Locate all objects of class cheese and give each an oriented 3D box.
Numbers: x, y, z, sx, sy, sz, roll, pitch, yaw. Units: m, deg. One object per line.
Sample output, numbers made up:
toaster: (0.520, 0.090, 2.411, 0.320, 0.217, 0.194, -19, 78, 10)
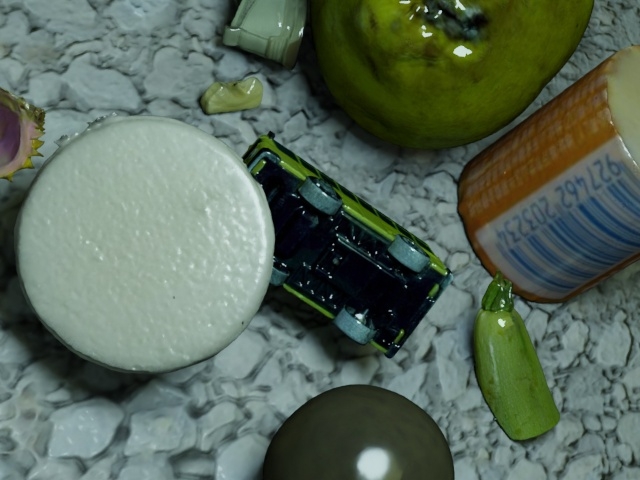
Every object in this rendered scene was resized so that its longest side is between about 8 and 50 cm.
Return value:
cheese: (-0.102, -0.171, 1.942, 0.083, 0.044, 0.030, -12, 56, -40)

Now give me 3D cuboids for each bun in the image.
bun: (-0.177, 0.011, 1.700, 0.263, 0.175, 0.263, 1, 82, -4)

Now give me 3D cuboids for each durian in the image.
durian: (-0.374, -0.140, 1.646, 0.182, 0.132, 0.165, 7, 64, -30)

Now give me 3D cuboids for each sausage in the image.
sausage: (0.341, -0.075, 2.059, 0.233, 0.287, 0.233, 19, 53, -27)

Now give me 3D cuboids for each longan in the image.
longan: (0.037, 0.246, 1.690, 0.220, 0.196, 0.196, -30, 84, -44)

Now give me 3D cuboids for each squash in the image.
squash: (0.220, 0.133, 1.988, 0.090, 0.075, 0.200, -22, 101, -26)

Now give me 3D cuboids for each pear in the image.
pear: (0.152, -0.283, 1.992, 0.352, 0.352, 0.413, 59, 12, 7)

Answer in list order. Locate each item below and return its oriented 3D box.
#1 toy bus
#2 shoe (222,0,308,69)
toy bus: (0.000, 0.000, 1.837, 0.262, 0.128, 0.150, 34, 10, -18)
shoe: (-0.065, -0.329, 2.035, 0.098, 0.103, 0.274, 8, 50, -9)
